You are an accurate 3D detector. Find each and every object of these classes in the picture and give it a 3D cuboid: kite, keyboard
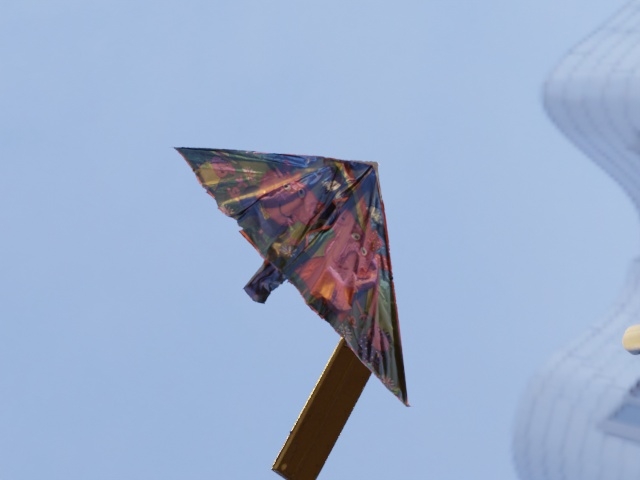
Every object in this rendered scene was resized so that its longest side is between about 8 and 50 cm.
[{"bbox_3d":[0.000,0.000,1.308,0.321,0.234,0.016,47,-135,5],"label":"kite"},{"bbox_3d":[0.012,0.179,1.670,0.063,0.010,0.198,41,-111,-33],"label":"keyboard"}]

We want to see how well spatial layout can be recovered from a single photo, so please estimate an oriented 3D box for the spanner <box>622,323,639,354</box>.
[{"bbox_3d":[0.364,0.076,1.271,0.095,0.325,0.040,30,-110,-8],"label":"spanner"}]
